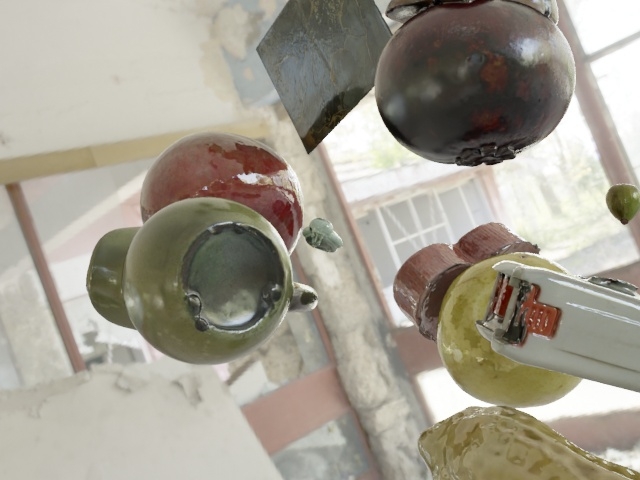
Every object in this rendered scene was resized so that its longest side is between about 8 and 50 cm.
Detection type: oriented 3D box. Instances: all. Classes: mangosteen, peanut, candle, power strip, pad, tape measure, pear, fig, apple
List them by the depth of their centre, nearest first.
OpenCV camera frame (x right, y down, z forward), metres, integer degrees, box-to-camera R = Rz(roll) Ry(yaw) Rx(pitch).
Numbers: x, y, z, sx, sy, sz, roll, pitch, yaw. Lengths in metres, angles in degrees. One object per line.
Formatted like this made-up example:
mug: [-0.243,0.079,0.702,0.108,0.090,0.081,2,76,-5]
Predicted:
peanut: [0.214,0.243,0.676,0.153,0.140,0.325,-2,20,-35]
mangosteen: [0.138,-0.166,0.706,0.200,0.199,0.200,-21,-3,-1]
power strip: [0.000,0.000,0.981,0.055,0.035,0.083,18,-18,9]
tape measure: [0.328,0.102,0.981,0.258,0.130,0.265,15,4,-7]
pad: [0.001,-0.337,1.381,0.007,0.247,0.367,-22,-8,-31]
pear: [0.370,0.174,1.459,0.309,0.309,0.309,-21,-3,-1]
apple: [-0.193,-0.071,1.510,0.345,0.269,0.344,-16,-43,-15]
fig: [0.632,-0.075,1.597,0.074,0.087,0.074,3,-23,1]
candle: [0.310,0.109,1.645,0.317,0.287,0.131,-22,37,-17]

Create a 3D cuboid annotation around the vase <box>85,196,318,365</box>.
vase: [-0.157,0.070,1.169,0.330,0.240,0.302,13,-11,-32]
